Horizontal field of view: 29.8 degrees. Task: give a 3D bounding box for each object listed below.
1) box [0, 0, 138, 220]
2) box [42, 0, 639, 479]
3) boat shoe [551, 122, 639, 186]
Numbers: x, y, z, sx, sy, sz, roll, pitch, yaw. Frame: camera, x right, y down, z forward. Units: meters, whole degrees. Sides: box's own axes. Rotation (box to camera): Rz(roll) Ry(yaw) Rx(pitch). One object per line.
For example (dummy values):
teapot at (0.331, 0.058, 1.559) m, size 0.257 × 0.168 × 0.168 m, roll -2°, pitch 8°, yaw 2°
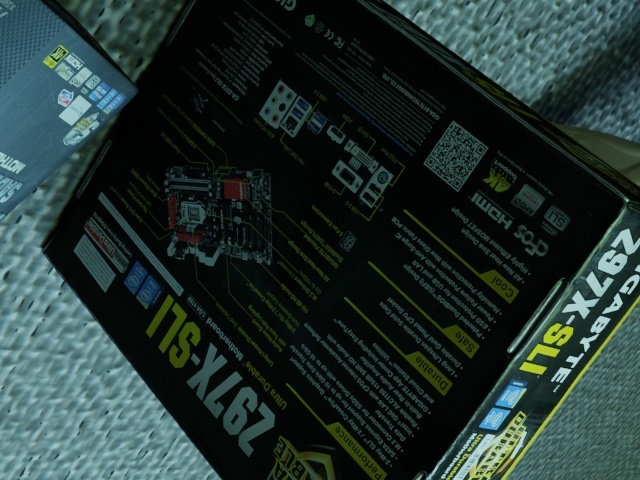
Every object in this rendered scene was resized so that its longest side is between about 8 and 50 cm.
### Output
box at (-0.196, -0.053, 0.564) m, size 0.183 × 0.059 × 0.233 m, roll -42°, pitch 170°, yaw 0°
box at (0.000, 0.000, 0.681) m, size 0.079 × 0.322 × 0.257 m, roll 12°, pitch 115°, yaw -50°
boat shoe at (0.284, -0.026, 1.027) m, size 0.092 × 0.285 × 0.103 m, roll 58°, pitch 49°, yaw -67°
